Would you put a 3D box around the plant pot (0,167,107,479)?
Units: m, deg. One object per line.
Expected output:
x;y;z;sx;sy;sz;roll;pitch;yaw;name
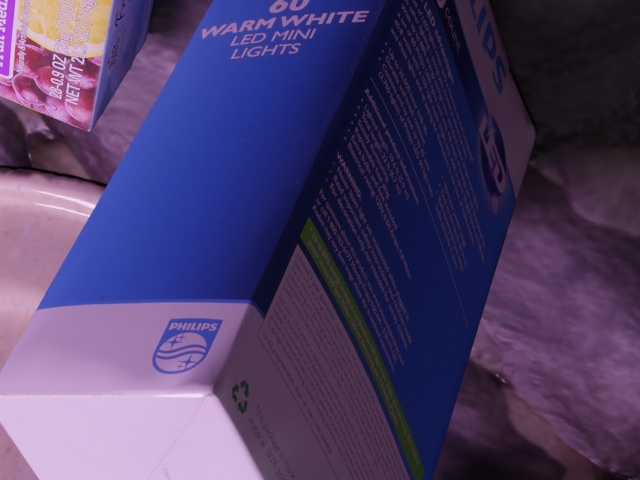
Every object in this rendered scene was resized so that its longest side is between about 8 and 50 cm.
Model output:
-0.165;0.189;0.775;0.333;0.305;0.334;13;137;12;plant pot

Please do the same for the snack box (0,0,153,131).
-0.158;-0.154;0.597;0.207;0.070;0.174;22;139;3;snack box

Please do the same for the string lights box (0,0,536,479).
0.000;0.000;0.543;0.076;0.260;0.133;-3;131;25;string lights box
